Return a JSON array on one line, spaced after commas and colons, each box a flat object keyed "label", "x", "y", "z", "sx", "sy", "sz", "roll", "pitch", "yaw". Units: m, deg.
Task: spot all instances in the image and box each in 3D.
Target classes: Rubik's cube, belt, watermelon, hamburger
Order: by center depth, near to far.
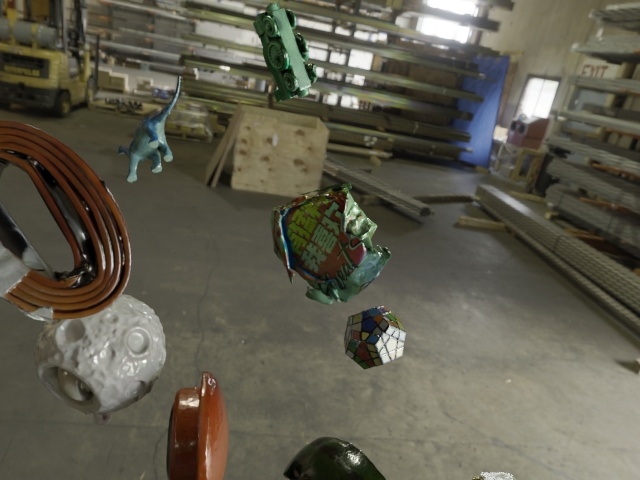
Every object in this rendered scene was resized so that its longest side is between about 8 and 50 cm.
[{"label": "belt", "x": -0.357, "y": -0.022, "z": 0.634, "sx": 0.184, "sy": 0.262, "sz": 0.105, "roll": -29, "pitch": 11, "yaw": -19}, {"label": "Rubik's cube", "x": 0.090, "y": 0.162, "z": 0.829, "sx": 0.093, "sy": 0.111, "sz": 0.111, "roll": 8, "pitch": 20, "yaw": -6}, {"label": "watermelon", "x": 0.031, "y": 0.444, "z": 0.886, "sx": 0.123, "sy": 0.129, "sz": 0.301, "roll": -39, "pitch": 28, "yaw": -31}, {"label": "hamburger", "x": 0.023, "y": 0.002, "z": 1.158, "sx": 0.276, "sy": 0.260, "sz": 0.150, "roll": 58, "pitch": 23, "yaw": -3}]

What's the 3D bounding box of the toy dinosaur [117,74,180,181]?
[{"label": "toy dinosaur", "x": -0.387, "y": -0.221, "z": 1.117, "sx": 0.076, "sy": 0.145, "sz": 0.329, "roll": 4, "pitch": -24, "yaw": -43}]

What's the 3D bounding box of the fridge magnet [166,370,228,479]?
[{"label": "fridge magnet", "x": -0.326, "y": 0.540, "z": 1.325, "sx": 0.155, "sy": 0.364, "sz": 0.364, "roll": 2, "pitch": 21, "yaw": -11}]

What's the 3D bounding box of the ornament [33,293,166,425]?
[{"label": "ornament", "x": -0.596, "y": 0.301, "z": 1.367, "sx": 0.336, "sy": 0.338, "sz": 0.337, "roll": 10, "pitch": 20, "yaw": -4}]

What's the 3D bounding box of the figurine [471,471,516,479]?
[{"label": "figurine", "x": 0.294, "y": 0.462, "z": 0.809, "sx": 0.081, "sy": 0.146, "sz": 0.098, "roll": -7, "pitch": 1, "yaw": -41}]

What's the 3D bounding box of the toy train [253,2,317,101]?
[{"label": "toy train", "x": -0.072, "y": -0.362, "z": 0.957, "sx": 0.071, "sy": 0.178, "sz": 0.104, "roll": -30, "pitch": 20, "yaw": -26}]
